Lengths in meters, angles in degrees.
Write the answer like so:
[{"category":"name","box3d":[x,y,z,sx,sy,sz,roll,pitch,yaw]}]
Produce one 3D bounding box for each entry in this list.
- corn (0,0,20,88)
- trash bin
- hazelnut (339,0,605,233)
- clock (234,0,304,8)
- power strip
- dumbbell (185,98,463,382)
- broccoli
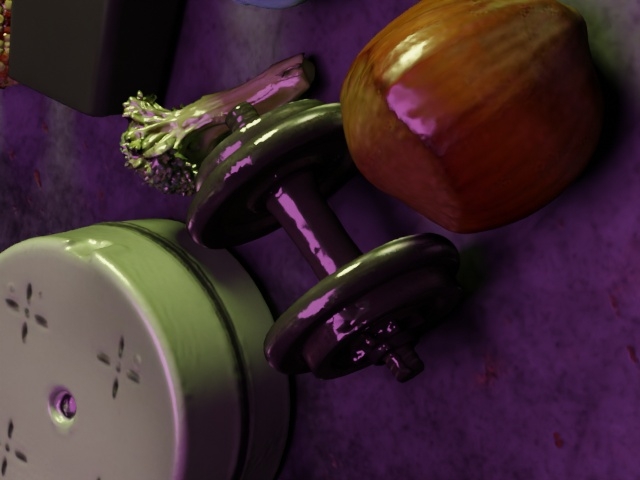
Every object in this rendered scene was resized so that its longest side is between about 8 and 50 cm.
[{"category":"corn","box3d":[-0.350,-0.287,1.777,0.086,0.086,0.253,5,99,40]},{"category":"trash bin","box3d":[-0.220,-0.254,1.660,0.165,0.115,0.225,25,116,34]},{"category":"hazelnut","box3d":[0.115,-0.115,1.348,0.210,0.186,0.210,10,102,57]},{"category":"clock","box3d":[-0.068,-0.354,1.476,0.224,0.094,0.274,23,100,3]},{"category":"power strip","box3d":[-0.202,0.160,1.669,0.358,0.161,0.357,8,103,39]},{"category":"dumbbell","box3d":[0.000,0.000,1.456,0.192,0.192,0.290,-45,69,35]},{"category":"broccoli","box3d":[-0.093,-0.113,1.578,0.204,0.122,0.118,-27,57,24]}]
